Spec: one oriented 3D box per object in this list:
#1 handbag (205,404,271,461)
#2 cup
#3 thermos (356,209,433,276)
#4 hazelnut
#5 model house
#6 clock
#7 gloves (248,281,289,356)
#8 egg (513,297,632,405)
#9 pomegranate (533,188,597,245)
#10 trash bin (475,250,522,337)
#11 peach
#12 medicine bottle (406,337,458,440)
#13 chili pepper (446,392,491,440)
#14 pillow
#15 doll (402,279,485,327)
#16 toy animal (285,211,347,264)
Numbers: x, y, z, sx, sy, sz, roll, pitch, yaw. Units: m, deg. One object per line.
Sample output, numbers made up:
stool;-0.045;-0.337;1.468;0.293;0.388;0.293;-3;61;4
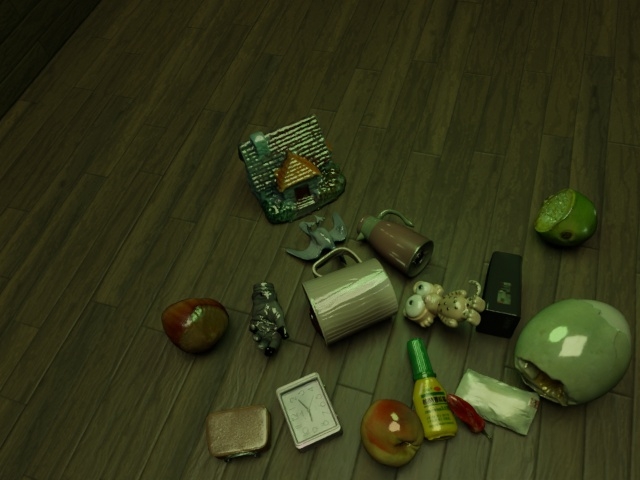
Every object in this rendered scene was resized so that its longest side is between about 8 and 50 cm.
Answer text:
handbag;-0.246;0.584;1.590;0.194;0.072;0.151;-7;58;1
cup;0.083;0.180;1.734;0.274;0.208;0.288;-21;30;-6
thermos;0.258;-0.009;1.853;0.265;0.146;0.176;36;75;32
hazelnut;-0.417;0.281;1.750;0.210;0.210;0.186;-22;81;-6
model house;-0.107;-0.305;1.970;0.361;0.339;0.297;-24;56;-8
clock;-0.034;0.521;1.604;0.150;0.063;0.197;-23;58;-6
gloves;-0.175;0.261;1.758;0.143;0.119;0.285;-14;43;12
egg;0.735;0.303;1.507;0.336;0.278;0.278;-38;61;-13
pomegranate;0.842;-0.066;1.811;0.159;0.241;0.189;32;88;-13
trash bin;0.579;0.171;1.684;0.115;0.165;0.225;11;58;15
peach;0.199;0.542;1.498;0.185;0.184;0.184;-3;58;6
medicine bottle;0.324;0.446;1.596;0.111;0.076;0.308;-2;55;-14
chili pepper;0.429;0.509;1.531;0.191;0.059;0.050;47;44;-5
pillow;0.520;0.477;1.564;0.229;0.051;0.128;17;74;20
doll;0.387;0.202;1.660;0.278;0.119;0.154;-8;55;48
toy animal;0.000;0.000;1.920;0.239;0.176;0.255;-31;25;-15
